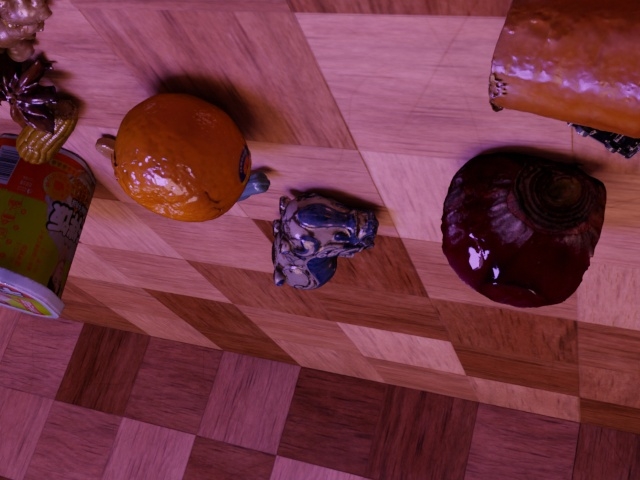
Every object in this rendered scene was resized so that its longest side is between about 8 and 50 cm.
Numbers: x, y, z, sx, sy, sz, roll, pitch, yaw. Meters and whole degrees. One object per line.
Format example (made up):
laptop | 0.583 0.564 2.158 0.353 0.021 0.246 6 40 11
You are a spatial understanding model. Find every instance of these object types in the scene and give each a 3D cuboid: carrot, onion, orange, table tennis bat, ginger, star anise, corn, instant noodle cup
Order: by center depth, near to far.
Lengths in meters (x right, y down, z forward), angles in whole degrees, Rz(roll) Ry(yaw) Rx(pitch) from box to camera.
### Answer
carrot | 0.313 -0.190 0.781 0.254 0.196 0.196 19 163 27
ginger | -0.445 -0.320 1.135 0.176 0.053 0.193 11 159 29
onion | 0.278 -0.008 1.172 0.206 0.206 0.216 16 159 -1
orange | -0.218 -0.131 1.255 0.219 0.193 0.219 0 159 0
star anise | -0.493 -0.246 1.309 0.167 0.057 0.168 15 127 20
corn | -0.498 -0.202 1.450 0.080 0.080 0.231 26 153 -25
table tennis bat | -0.183 -0.091 1.498 0.149 0.038 0.237 2 172 -44
instant noodle cup | -0.617 -0.032 1.639 0.293 0.308 0.294 15 160 6

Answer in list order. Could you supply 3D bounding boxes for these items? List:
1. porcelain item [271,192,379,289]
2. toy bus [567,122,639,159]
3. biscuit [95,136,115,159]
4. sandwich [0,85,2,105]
porcelain item | 0.000 0.000 1.542 0.186 0.138 0.288 1 157 -9
toy bus | 0.350 -0.147 0.968 0.102 0.058 0.052 24 130 -21
biscuit | -0.300 -0.144 1.507 0.234 0.030 0.153 8 160 20
sandwich | -0.555 -0.288 1.202 0.159 0.079 0.235 13 139 41
